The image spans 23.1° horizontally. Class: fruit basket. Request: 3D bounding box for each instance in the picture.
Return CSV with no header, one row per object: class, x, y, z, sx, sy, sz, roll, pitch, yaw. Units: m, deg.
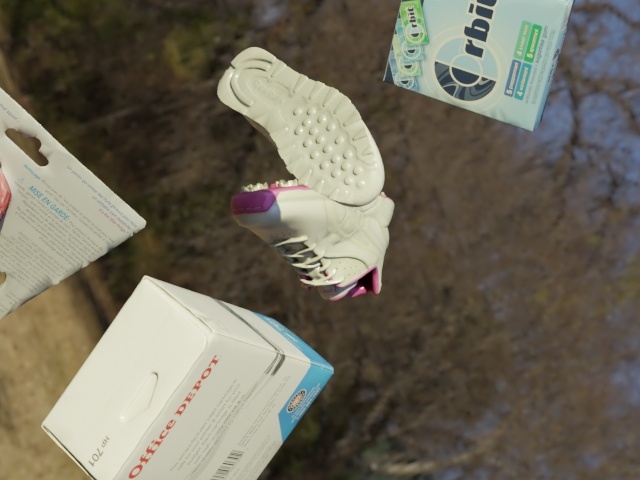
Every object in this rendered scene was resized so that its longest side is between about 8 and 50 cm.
fruit basket,-0.415,-0.024,1.618,0.327,0.353,0.165,45,15,-41

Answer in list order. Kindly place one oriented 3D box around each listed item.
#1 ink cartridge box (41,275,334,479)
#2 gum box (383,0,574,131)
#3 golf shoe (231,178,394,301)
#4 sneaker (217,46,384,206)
ink cartridge box,-0.094,0.117,1.170,0.082,0.139,0.191,39,7,30
gum box,0.175,-0.225,1.754,0.041,0.184,0.157,-44,151,-56
golf shoe,0.000,0.000,1.877,0.306,0.115,0.140,8,79,-57
sneaker,-0.003,-0.105,1.538,0.235,0.090,0.095,48,5,38
